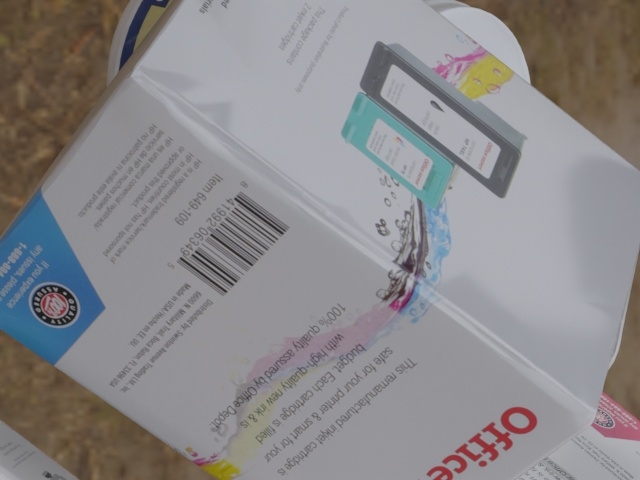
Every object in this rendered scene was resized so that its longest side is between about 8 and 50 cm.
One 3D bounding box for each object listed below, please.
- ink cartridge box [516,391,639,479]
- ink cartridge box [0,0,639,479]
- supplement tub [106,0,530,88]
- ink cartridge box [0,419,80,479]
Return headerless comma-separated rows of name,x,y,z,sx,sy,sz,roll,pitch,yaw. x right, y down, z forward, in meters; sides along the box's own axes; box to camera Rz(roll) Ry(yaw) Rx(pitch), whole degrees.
ink cartridge box,0.169,0.212,1.208,0.237,0.172,0.100,-16,136,-46
ink cartridge box,0.000,0.000,0.882,0.270,0.198,0.197,37,41,-10
supplement tub,-0.004,-0.120,1.410,0.228,0.316,0.228,-16,113,-41
ink cartridge box,-0.155,0.196,0.932,0.115,0.198,0.067,-53,177,8
